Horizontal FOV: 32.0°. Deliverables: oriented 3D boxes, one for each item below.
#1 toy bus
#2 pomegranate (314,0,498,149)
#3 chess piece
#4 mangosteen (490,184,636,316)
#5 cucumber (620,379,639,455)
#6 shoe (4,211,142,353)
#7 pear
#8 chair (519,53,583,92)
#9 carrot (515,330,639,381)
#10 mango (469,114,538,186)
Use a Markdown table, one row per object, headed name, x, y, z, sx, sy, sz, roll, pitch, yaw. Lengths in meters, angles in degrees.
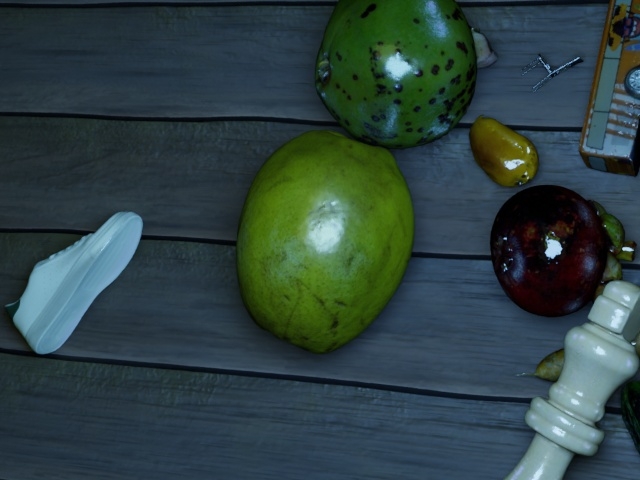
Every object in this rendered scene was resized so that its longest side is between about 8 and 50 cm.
| name | x | y | z | sx | sy | sz | roll | pitch | yaw |
| --- | --- | --- | --- | --- | --- | --- | --- | --- | --- |
| toy bus | 0.452 | -0.294 | 1.577 | 0.092 | 0.093 | 0.408 | 9 | 78 | 26 |
| pomegranate | 0.122 | -0.258 | 1.598 | 0.271 | 0.254 | 0.254 | -16 | 70 | -12 |
| chess piece | 0.315 | 0.235 | 1.430 | 0.117 | 0.117 | 0.397 | 28 | 94 | 21 |
| mangosteen | 0.327 | 0.012 | 1.502 | 0.200 | 0.200 | 0.199 | -4 | 74 | 15 |
| cucumber | 0.454 | 0.287 | 1.429 | 0.074 | 0.074 | 0.241 | -27 | 68 | 8 |
| shoe | -0.391 | 0.045 | 1.736 | 0.110 | 0.095 | 0.265 | 36 | 90 | 22 |
| pear | 0.000 | 0.000 | 1.554 | 0.253 | 0.253 | 0.307 | 26 | 94 | 21 |
| chair | 0.335 | -0.256 | 1.631 | 0.086 | 0.037 | 0.042 | -30 | 80 | 11 |
| carrot | 0.403 | 0.135 | 1.494 | 0.298 | 0.078 | 0.078 | -25 | 70 | 15 |
| mango | 0.260 | -0.127 | 1.605 | 0.077 | 0.063 | 0.127 | -44 | 63 | 7 |
